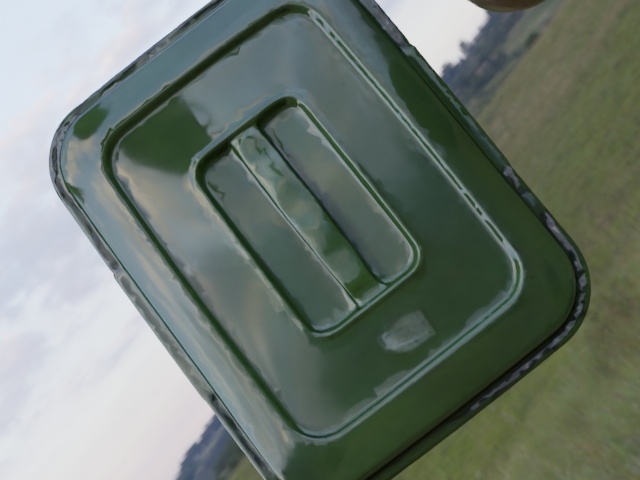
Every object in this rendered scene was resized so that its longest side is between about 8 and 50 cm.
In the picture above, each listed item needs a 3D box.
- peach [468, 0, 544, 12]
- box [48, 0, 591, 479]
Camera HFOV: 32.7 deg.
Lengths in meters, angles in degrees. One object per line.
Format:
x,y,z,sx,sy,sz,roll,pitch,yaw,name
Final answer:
0.114,-0.175,0.640,0.083,0.083,0.083,-49,-3,-4,peach
0.000,0.000,0.777,0.252,0.329,0.178,-37,-13,-2,box
